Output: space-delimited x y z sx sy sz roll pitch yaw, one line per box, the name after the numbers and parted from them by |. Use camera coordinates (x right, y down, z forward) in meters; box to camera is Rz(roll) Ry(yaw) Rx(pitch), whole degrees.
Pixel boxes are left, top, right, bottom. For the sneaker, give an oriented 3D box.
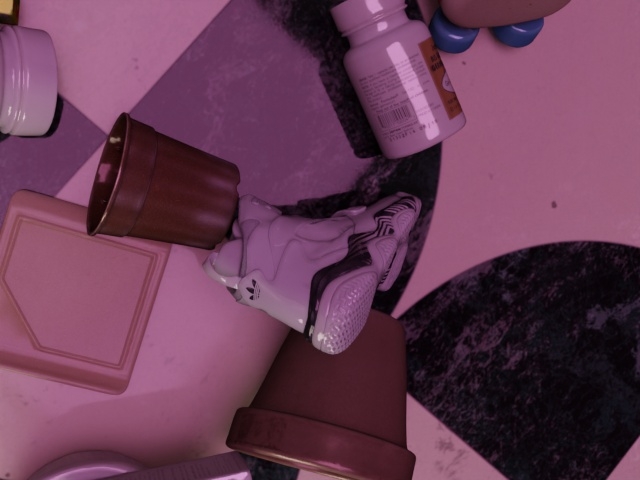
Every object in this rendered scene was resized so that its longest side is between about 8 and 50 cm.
0.000 0.000 1.093 0.210 0.366 0.137 22 121 12 | sneaker

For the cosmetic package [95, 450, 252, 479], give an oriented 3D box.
-0.201 0.353 1.022 0.231 0.085 0.117 -10 97 -17 | cosmetic package

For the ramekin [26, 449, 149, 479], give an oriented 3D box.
-0.315 0.415 1.104 0.273 0.127 0.272 -2 96 -16 | ramekin

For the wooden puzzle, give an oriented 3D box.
-0.341 0.072 1.110 0.221 0.044 0.238 17 86 -17 | wooden puzzle

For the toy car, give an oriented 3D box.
0.247 -0.434 1.171 0.211 0.219 0.237 -9 69 -14 | toy car

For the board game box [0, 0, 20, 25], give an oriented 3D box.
-0.473 -0.308 1.003 0.182 0.092 0.043 5 95 -16 | board game box

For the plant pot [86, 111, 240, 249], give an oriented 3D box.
-0.206 -0.066 1.078 0.165 0.167 0.166 16 91 -26 | plant pot

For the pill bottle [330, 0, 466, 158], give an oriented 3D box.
0.107 -0.244 1.155 0.131 0.131 0.229 -28 102 -12 | pill bottle

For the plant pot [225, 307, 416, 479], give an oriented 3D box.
0.020 0.211 1.137 0.263 0.263 0.229 19 73 -17 | plant pot

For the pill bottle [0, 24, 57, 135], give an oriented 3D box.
-0.470 -0.197 0.951 0.283 0.160 0.160 -2 97 -35 | pill bottle
